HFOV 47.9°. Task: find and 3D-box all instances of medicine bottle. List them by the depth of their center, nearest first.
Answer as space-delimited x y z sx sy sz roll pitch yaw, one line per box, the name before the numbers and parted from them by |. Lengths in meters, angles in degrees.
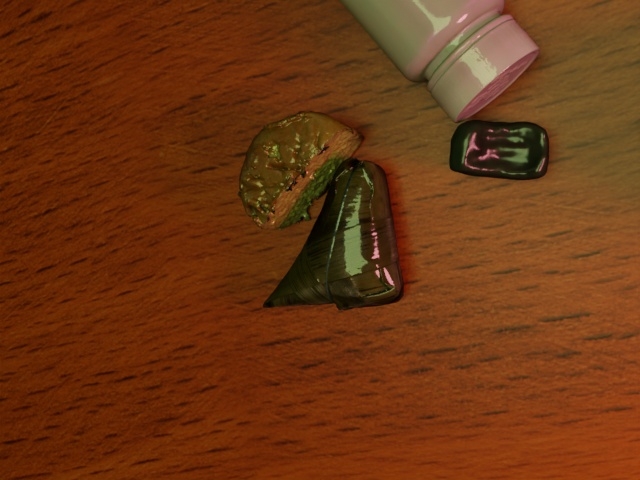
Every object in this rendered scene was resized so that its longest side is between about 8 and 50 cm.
medicine bottle | 0.180 -0.403 1.231 0.213 0.213 0.379 -41 81 20

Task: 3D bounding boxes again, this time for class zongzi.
zongzi | 0.000 0.000 1.396 0.299 0.138 0.286 -9 91 23

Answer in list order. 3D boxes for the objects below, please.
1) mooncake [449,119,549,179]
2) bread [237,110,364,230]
mooncake | 0.306 -0.155 1.241 0.168 0.175 0.104 28 116 59
bread | -0.053 -0.152 1.389 0.147 0.160 0.261 45 113 19
